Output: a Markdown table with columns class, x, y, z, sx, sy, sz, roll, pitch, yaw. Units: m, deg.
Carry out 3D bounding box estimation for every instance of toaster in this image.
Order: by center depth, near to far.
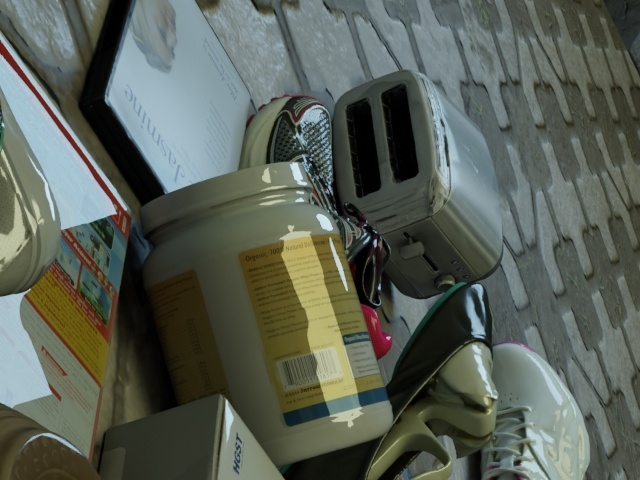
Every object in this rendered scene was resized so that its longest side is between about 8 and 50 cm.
| class | x | y | z | sx | sy | sz | roll | pitch | yaw |
| --- | --- | --- | --- | --- | --- | --- | --- | --- | --- |
| toaster | 0.092 | -0.065 | 1.850 | 0.146 | 0.129 | 0.227 | 44 | 34 | -50 |

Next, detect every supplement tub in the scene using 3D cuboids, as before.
| class | x | y | z | sx | sy | sz | roll | pitch | yaw |
| --- | --- | --- | --- | --- | --- | --- | --- | --- | --- |
| supplement tub | -0.042 | 0.058 | 1.320 | 0.144 | 0.144 | 0.199 | 2 | 71 | -70 |

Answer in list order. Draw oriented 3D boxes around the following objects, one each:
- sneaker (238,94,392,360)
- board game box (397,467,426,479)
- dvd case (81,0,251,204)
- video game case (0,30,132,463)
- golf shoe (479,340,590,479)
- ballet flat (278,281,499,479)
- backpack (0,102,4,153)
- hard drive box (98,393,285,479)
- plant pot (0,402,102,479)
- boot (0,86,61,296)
| class | x | y | z | sx | sy | sz | roll | pitch | yaw |
| --- | --- | --- | --- | --- | --- | --- | --- | --- | --- |
| sneaker | 0.000 | 0.000 | 1.549 | 0.121 | 0.112 | 0.299 | 52 | 26 | -45 |
| board game box | 0.056 | 0.235 | 1.563 | 0.194 | 0.060 | 0.194 | -38 | 109 | -70 |
| dvd case | -0.114 | -0.109 | 1.469 | 0.253 | 0.022 | 0.180 | -83 | 149 | -52 |
| video game case | -0.187 | 0.012 | 1.139 | 0.204 | 0.025 | 0.285 | 57 | 24 | -36 |
| golf shoe | 0.211 | 0.238 | 1.929 | 0.140 | 0.115 | 0.306 | 32 | 42 | -58 |
| ballet flat | 0.076 | 0.145 | 1.463 | 0.280 | 0.096 | 0.095 | -46 | 147 | -31 |
| backpack | -0.243 | -0.115 | 0.877 | 0.144 | 0.166 | 0.188 | 62 | 16 | -54 |
| hard drive box | -0.053 | 0.244 | 1.199 | 0.181 | 0.089 | 0.232 | -86 | 151 | -50 |
| plant pot | -0.167 | 0.164 | 0.920 | 0.237 | 0.110 | 0.237 | 53 | 27 | -42 |
| boot | -0.238 | -0.080 | 0.980 | 0.123 | 0.095 | 0.258 | -21 | 79 | -55 |
